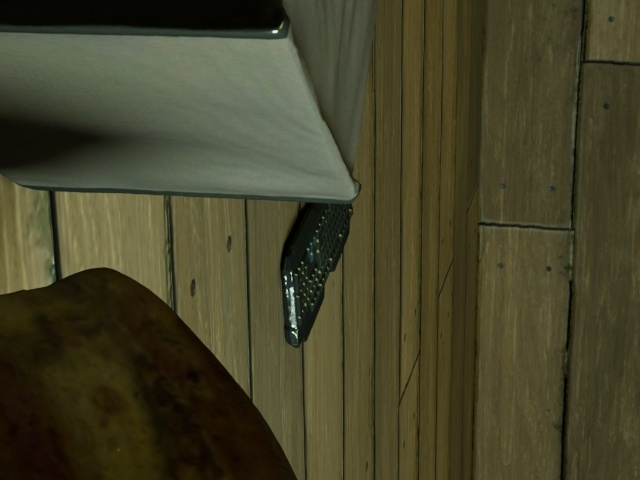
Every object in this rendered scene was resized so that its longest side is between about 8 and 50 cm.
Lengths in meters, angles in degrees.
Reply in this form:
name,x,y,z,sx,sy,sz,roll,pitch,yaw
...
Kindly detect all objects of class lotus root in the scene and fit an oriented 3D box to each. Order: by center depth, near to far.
name,x,y,z,sx,sy,sz,roll,pitch,yaw
lotus root,-0.090,0.166,0.587,0.193,0.193,0.291,64,2,-67

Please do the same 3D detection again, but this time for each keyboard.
name,x,y,z,sx,sy,sz,roll,pitch,yaw
keyboard,0.001,0.000,1.433,0.262,0.016,0.106,-66,157,-59

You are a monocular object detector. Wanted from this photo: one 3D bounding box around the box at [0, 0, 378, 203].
name,x,y,z,sx,sy,sz,roll,pitch,yaw
box,-0.072,-0.116,0.617,0.252,0.188,0.153,54,41,-74
